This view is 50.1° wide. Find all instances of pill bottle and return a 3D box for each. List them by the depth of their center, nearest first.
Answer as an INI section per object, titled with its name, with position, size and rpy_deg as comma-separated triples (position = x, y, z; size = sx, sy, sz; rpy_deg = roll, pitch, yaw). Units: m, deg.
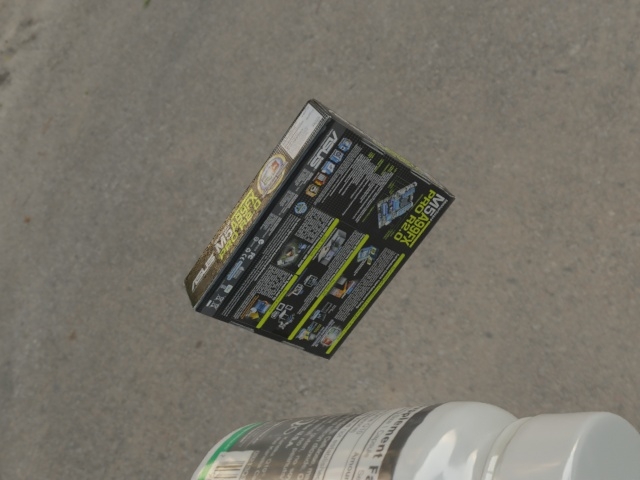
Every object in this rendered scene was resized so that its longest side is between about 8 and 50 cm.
[pill bottle]
position = 0.067, 0.237, 0.545
size = 0.361, 0.204, 0.204
rpy_deg = -18, 55, 42

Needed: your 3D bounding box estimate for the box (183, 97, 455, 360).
[box]
position = 0.000, 0.000, 0.815
size = 0.270, 0.216, 0.060
rpy_deg = -54, 37, 14
